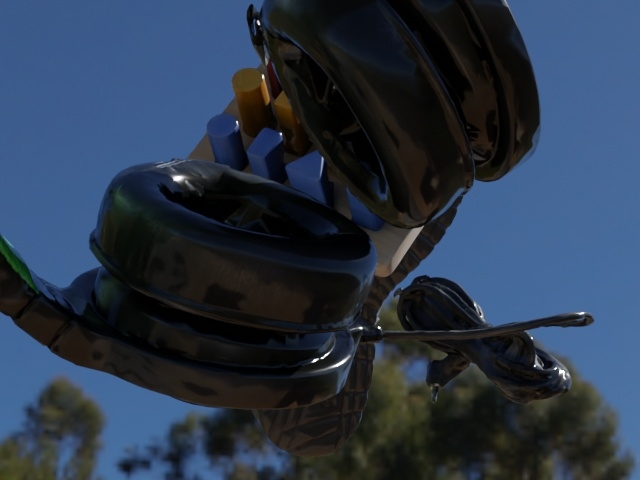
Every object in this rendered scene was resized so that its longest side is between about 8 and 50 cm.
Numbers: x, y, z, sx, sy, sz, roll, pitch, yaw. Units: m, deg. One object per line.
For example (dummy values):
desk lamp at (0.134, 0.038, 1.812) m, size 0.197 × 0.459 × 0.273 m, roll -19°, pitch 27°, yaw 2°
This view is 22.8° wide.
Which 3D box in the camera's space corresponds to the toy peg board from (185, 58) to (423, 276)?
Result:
toy peg board at (0.008, -0.084, 0.995) m, size 0.161 × 0.160 × 0.079 m, roll 22°, pitch -31°, yaw 25°

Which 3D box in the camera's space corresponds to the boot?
boot at (0.000, 0.000, 1.347) m, size 0.118 × 0.338 × 0.223 m, roll 25°, pitch 4°, yaw -20°

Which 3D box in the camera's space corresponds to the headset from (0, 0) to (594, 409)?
headset at (-0.015, -0.034, 0.723) m, size 0.394 × 0.243 × 0.185 m, roll 39°, pitch 0°, yaw -34°
